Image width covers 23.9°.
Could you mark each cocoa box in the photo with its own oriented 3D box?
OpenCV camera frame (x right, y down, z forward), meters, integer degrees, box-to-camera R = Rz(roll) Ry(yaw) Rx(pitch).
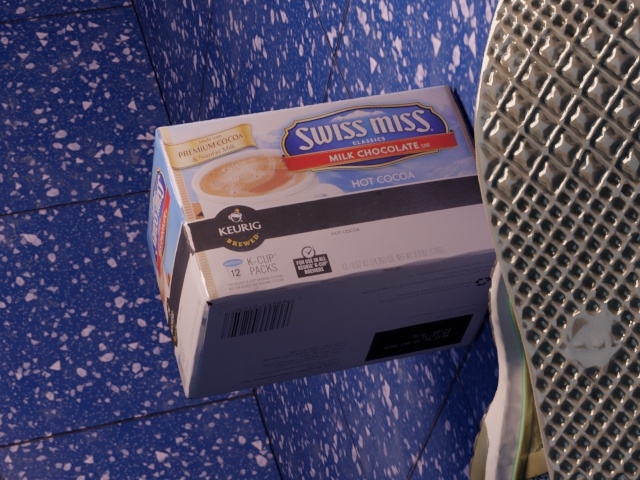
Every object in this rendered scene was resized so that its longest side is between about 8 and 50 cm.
[{"bbox_3d":[0.000,0.000,1.677,0.231,0.347,0.228,106,151,-57],"label":"cocoa box"}]

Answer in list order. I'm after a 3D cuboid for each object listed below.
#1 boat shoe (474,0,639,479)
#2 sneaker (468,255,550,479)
[{"bbox_3d":[0.239,-0.005,1.154,0.186,0.156,0.500,-4,97,41],"label":"boat shoe"},{"bbox_3d":[0.256,0.113,1.349,0.182,0.158,0.410,24,127,33],"label":"sneaker"}]
